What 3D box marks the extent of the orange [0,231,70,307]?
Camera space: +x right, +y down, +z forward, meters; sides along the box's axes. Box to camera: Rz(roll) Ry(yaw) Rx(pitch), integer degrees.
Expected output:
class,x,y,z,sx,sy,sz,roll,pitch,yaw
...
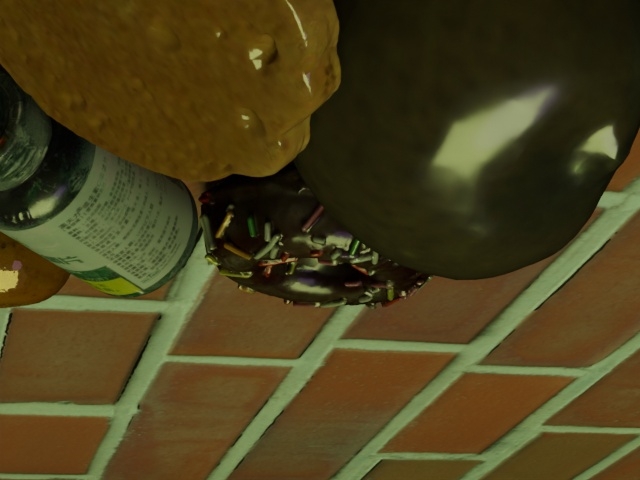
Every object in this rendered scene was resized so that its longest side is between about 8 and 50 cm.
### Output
class,x,y,z,sx,sy,sz,roll,pitch,yaw
orange,-0.330,0.004,1.620,0.154,0.134,0.154,0,180,0

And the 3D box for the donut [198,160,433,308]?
class,x,y,z,sx,sy,sz,roll,pitch,yaw
donut,0.000,0.000,1.643,0.269,0.103,0.270,5,160,2

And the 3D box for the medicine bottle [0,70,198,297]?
class,x,y,z,sx,sy,sz,roll,pitch,yaw
medicine bottle,-0.239,-0.054,1.471,0.141,0.141,0.293,-13,155,20

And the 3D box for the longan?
class,x,y,z,sx,sy,sz,roll,pitch,yaw
longan,0.110,-0.126,1.221,0.288,0.288,0.350,6,144,-21

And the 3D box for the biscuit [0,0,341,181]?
class,x,y,z,sx,sy,sz,roll,pitch,yaw
biscuit,-0.129,-0.175,1.139,0.312,0.057,0.351,35,147,0
